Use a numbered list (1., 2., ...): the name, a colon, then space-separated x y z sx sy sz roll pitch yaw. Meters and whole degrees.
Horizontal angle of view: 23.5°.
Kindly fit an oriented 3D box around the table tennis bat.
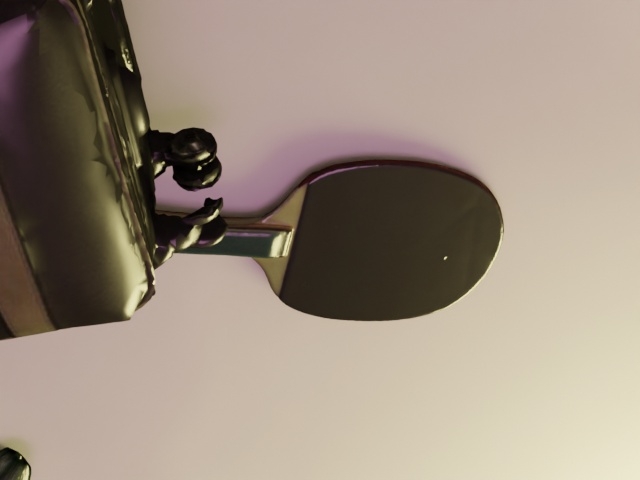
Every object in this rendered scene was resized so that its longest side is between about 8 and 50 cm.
1. table tennis bat: 0.000 0.000 1.109 0.274 0.021 0.154 3 131 -15

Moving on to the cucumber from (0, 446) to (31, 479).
1. cucumber: -0.264 0.208 1.229 0.048 0.048 0.105 26 102 -28

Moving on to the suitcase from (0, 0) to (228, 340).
1. suitcase: -0.285 -0.055 0.898 0.434 0.194 0.283 -9 133 0
